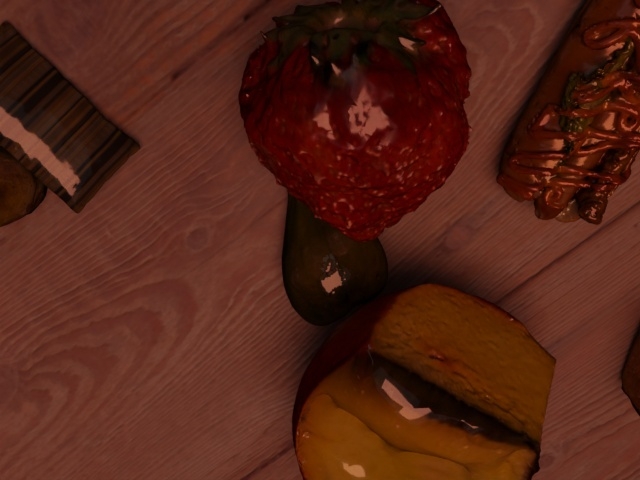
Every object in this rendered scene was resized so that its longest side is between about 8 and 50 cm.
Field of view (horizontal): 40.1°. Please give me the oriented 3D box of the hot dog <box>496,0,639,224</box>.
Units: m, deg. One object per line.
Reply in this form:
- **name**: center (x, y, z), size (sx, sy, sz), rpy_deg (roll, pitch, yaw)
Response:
- **hot dog**: center (0.342, -0.175, 1.023), size (0.158, 0.117, 0.349), rpy_deg (25, 107, -14)

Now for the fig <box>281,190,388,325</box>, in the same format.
- **fig**: center (-0.001, 0.011, 1.057), size (0.132, 0.127, 0.185), rpy_deg (-24, 117, 18)

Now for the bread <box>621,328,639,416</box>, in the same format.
- **bread**: center (0.497, 0.176, 1.161), size (0.148, 0.158, 0.143), rpy_deg (9, 115, -11)

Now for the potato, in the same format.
- **potato**: center (-0.358, -0.057, 1.001), size (0.066, 0.103, 0.096), rpy_deg (-12, 114, 2)

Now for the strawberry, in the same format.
- **strawberry**: center (0.044, -0.125, 0.953), size (0.257, 0.257, 0.277), rpy_deg (-16, 126, 0)

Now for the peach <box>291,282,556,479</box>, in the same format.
- **peach**: center (0.126, 0.215, 1.083), size (0.306, 0.242, 0.381), rpy_deg (8, 133, 9)

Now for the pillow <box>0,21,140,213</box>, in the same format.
- **pillow**: center (-0.316, -0.137, 0.996), size (0.203, 0.038, 0.113), rpy_deg (45, 76, -18)
